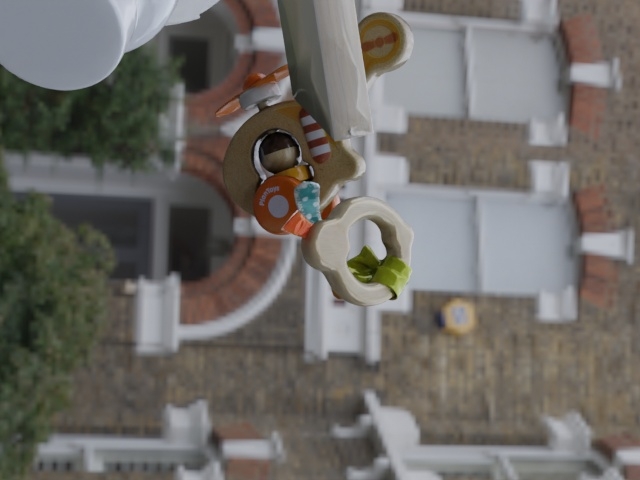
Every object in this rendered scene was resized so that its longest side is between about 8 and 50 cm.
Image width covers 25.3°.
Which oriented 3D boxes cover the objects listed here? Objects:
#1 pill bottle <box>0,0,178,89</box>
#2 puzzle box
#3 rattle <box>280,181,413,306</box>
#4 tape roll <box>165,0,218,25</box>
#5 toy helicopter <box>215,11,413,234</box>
[{"bbox_3d":[-0.199,-0.278,1.297,0.319,0.176,0.176,-76,180,-49],"label":"pill bottle"},{"bbox_3d":[-0.016,-0.346,1.728,0.272,0.052,0.409,-123,-158,-69],"label":"puzzle box"},{"bbox_3d":[0.000,0.000,1.627,0.142,0.199,0.130,22,-84,54],"label":"rattle"},{"bbox_3d":[-0.206,-0.380,1.586,0.169,0.246,0.246,43,-47,48],"label":"tape roll"},{"bbox_3d":[-0.010,-0.187,2.021,0.355,0.235,0.140,-49,164,16],"label":"toy helicopter"}]
